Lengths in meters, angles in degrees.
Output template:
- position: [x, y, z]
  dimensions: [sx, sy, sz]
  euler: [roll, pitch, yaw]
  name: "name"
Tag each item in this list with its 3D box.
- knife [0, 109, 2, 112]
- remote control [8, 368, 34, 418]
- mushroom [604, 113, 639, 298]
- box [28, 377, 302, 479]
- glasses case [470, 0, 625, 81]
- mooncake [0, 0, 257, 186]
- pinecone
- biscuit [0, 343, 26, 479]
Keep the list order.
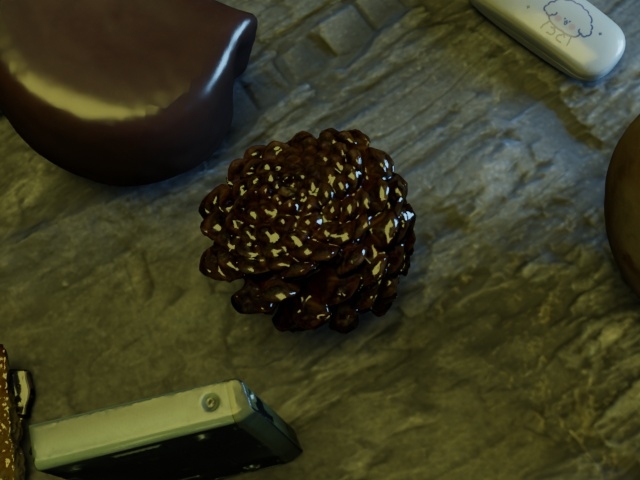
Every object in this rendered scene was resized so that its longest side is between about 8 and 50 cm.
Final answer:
- position: [-0.445, -0.123, 1.263]
  dimensions: [0.260, 0.034, 0.063]
  euler: [-41, 74, -1]
  name: "knife"
- position: [-0.419, 0.174, 1.156]
  dimensions: [0.212, 0.028, 0.059]
  euler: [-5, 71, 6]
  name: "remote control"
- position: [0.433, -0.050, 1.020]
  dimensions: [0.292, 0.293, 0.290]
  euler: [31, 46, 16]
  name: "mushroom"
- position: [-0.136, 0.194, 0.982]
  dimensions: [0.210, 0.270, 0.045]
  euler: [-14, 70, 2]
  name: "box"
- position: [0.254, -0.254, 1.192]
  dimensions: [0.197, 0.049, 0.076]
  euler: [41, 81, 18]
  name: "glasses case"
- position: [-0.236, -0.236, 1.186]
  dimensions: [0.325, 0.174, 0.334]
  euler: [22, 68, 4]
  name: "mooncake"
- position: [0.000, 0.000, 1.067]
  dimensions: [0.221, 0.221, 0.222]
  euler: [-2, 71, 7]
  name: "pinecone"
- position: [-0.376, 0.215, 1.119]
  dimensions: [0.126, 0.025, 0.206]
  euler: [-5, 85, 6]
  name: "biscuit"
